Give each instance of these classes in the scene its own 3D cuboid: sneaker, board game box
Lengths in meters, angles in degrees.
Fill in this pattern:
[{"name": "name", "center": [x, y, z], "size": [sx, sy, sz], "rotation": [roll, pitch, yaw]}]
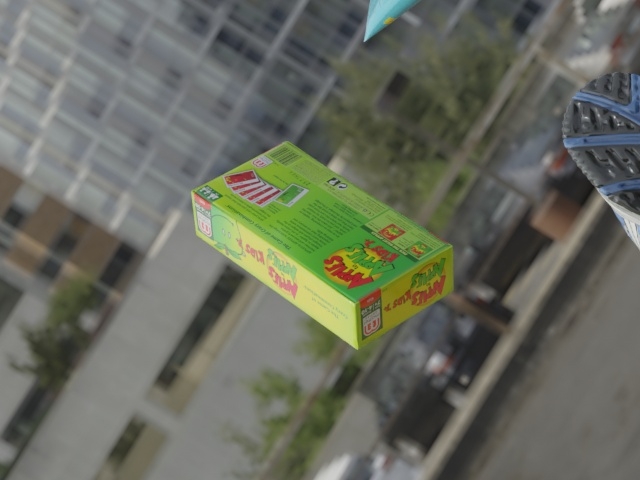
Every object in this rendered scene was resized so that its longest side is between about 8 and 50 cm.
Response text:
[{"name": "sneaker", "center": [0.216, -0.001, 1.039], "size": [0.080, 0.211, 0.081], "rotation": [-36, -21, 11]}, {"name": "board game box", "center": [0.000, 0.000, 1.376], "size": [0.092, 0.181, 0.043], "rotation": [-30, -45, -29]}]

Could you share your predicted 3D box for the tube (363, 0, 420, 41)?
[{"name": "tube", "center": [0.089, -0.264, 1.919], "size": [0.207, 0.052, 0.080], "rotation": [-25, 46, 66]}]
